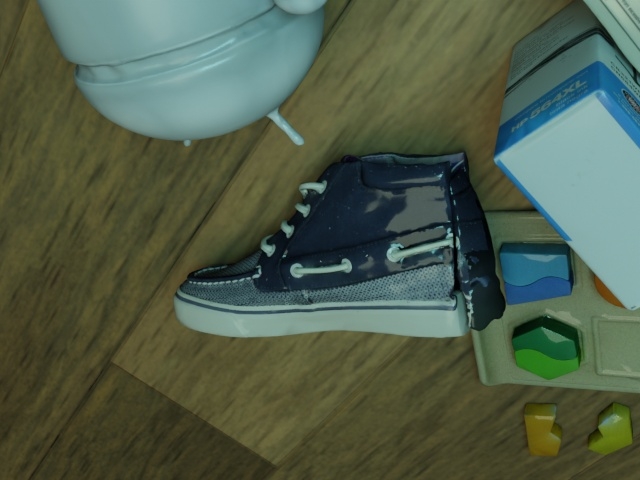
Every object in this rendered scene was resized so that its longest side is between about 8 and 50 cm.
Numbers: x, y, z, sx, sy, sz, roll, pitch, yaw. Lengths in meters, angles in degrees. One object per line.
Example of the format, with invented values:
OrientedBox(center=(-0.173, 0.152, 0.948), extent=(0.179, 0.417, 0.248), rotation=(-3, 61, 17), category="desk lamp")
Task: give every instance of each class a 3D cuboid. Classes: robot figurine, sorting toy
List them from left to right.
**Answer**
OrientedBox(center=(-0.117, -0.222, 0.628), extent=(0.300, 0.200, 0.353), rotation=(14, 134, 45), category="robot figurine")
OrientedBox(center=(0.261, 0.105, 0.836), extent=(0.229, 0.041, 0.307), rotation=(-2, 124, 21), category="sorting toy")

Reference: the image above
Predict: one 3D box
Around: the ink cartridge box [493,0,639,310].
OrientedBox(center=(0.208, -0.074, 0.621), extent=(0.148, 0.203, 0.086), rotation=(44, 125, -15), category="ink cartridge box")

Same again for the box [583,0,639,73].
OrientedBox(center=(0.272, -0.223, 0.537), extent=(0.232, 0.126, 0.148), rotation=(-33, 109, 34), category="box")

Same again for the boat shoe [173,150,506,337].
OrientedBox(center=(0.000, 0.000, 0.821), extent=(0.341, 0.127, 0.158), rotation=(-3, 102, 26), category="boat shoe")
